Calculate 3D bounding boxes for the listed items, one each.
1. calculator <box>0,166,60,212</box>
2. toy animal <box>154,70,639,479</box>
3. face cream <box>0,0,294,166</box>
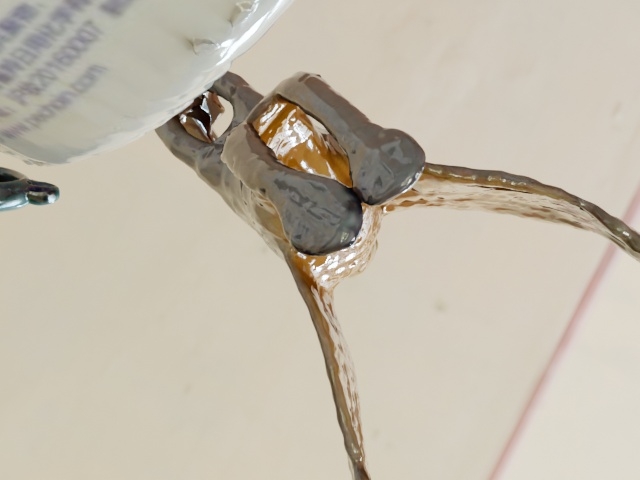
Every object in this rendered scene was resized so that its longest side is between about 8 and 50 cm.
[{"bbox_3d":[-0.169,-0.016,0.656,0.141,0.019,0.094,-5,-167,-30],"label":"calculator"},{"bbox_3d":[-0.012,-0.010,0.782,0.302,0.225,0.284,41,175,41],"label":"toy animal"},{"bbox_3d":[-0.055,-0.123,0.423,0.111,0.206,0.206,31,179,-25],"label":"face cream"}]
